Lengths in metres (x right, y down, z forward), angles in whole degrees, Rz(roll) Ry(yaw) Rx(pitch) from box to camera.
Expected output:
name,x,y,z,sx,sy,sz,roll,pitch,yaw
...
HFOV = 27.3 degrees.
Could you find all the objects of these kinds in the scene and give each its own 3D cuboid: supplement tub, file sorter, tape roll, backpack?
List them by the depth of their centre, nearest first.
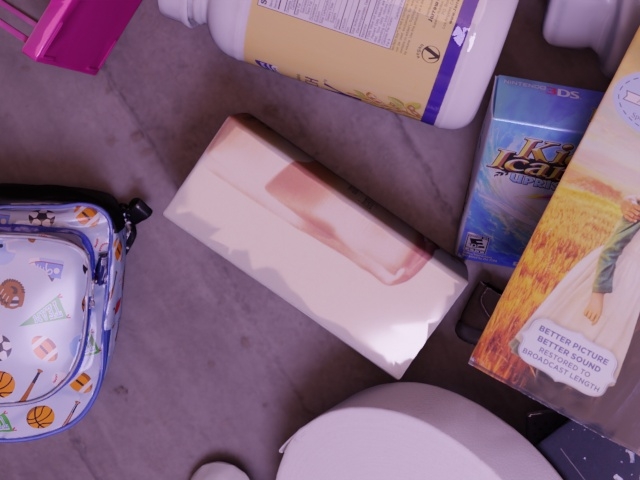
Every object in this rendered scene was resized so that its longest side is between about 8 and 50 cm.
name,x,y,z,sx,sy,sz,roll,pitch,yaw
supplement tub,0.028,-0.268,1.314,0.331,0.241,0.241,19,96,3
tape roll,0.112,0.333,1.333,0.392,0.072,0.392,20,121,37
file sorter,-0.256,-0.346,1.349,0.182,0.202,0.290,34,96,4
backpack,-0.328,0.080,1.396,0.276,0.213,0.263,3,106,1

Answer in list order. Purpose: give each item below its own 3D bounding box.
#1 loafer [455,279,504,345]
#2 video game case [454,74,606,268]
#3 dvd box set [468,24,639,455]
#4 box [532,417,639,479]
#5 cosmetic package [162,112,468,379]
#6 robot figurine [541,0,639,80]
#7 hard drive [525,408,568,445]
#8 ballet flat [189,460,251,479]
name,x,y,z,sx,sy,sz,roll,pitch,yaw
loafer,0.258,0.088,1.409,0.220,0.080,0.078,9,96,3
video game case,0.285,-0.046,1.325,0.269,0.244,0.061,10,56,3
dvd box set,0.358,-0.007,1.147,0.308,0.062,0.420,29,97,15
box,0.434,0.237,1.248,0.312,0.179,0.343,-42,76,17
cosmetic package,0.000,0.000,1.385,0.296,0.153,0.129,35,97,-1
robot figurine,0.403,-0.248,1.310,0.353,0.200,0.300,7,71,4
hard drive,0.351,0.256,1.431,0.255,0.054,0.172,-2,95,5
ballet flat,-0.113,0.440,1.401,0.139,0.139,0.400,-4,84,4
